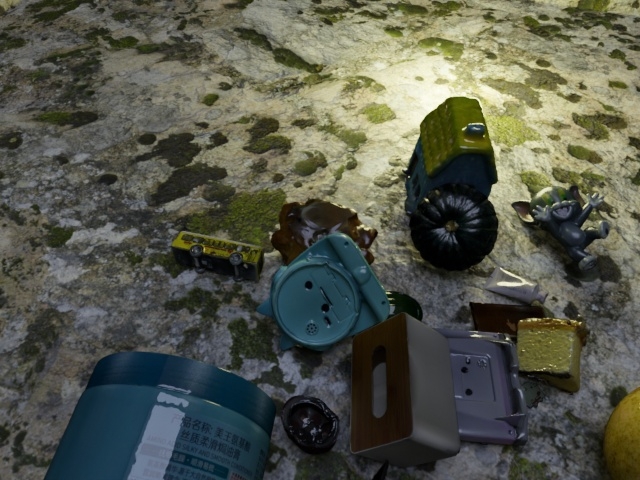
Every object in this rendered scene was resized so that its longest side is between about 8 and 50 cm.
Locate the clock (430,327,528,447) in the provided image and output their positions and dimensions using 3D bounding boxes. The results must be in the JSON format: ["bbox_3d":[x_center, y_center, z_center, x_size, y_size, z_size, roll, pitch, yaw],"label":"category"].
[{"bbox_3d":[0.326,0.302,1.065,0.187,0.083,0.253,4,51,1],"label":"clock"}]

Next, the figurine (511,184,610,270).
[{"bbox_3d":[0.661,-0.048,1.332,0.193,0.140,0.265,-27,67,6],"label":"figurine"}]

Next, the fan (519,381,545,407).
[{"bbox_3d":[0.446,0.324,1.102,0.056,0.004,0.083,-30,58,-23],"label":"fan"}]

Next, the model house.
[{"bbox_3d":[0.367,-0.224,1.365,0.216,0.303,0.237,7,50,-5],"label":"model house"}]

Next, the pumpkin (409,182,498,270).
[{"bbox_3d":[0.332,-0.033,1.260,0.221,0.162,0.220,-1,88,19],"label":"pumpkin"}]

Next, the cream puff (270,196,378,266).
[{"bbox_3d":[0.000,0.000,1.251,0.269,0.154,0.241,39,60,23],"label":"cream puff"}]

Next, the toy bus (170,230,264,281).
[{"bbox_3d":[-0.255,0.042,1.259,0.226,0.081,0.074,10,46,10],"label":"toy bus"}]

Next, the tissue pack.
[{"bbox_3d":[0.161,0.294,0.990,0.136,0.159,0.246,30,44,-29],"label":"tissue pack"}]

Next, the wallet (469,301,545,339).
[{"bbox_3d":[0.446,0.192,1.194,0.176,0.026,0.095,4,51,-5],"label":"wallet"}]

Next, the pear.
[{"bbox_3d":[0.663,0.394,0.921,0.271,0.271,0.271,1,51,-1],"label":"pear"}]

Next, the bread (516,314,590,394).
[{"bbox_3d":[0.509,0.246,1.116,0.152,0.127,0.147,3,53,34],"label":"bread"}]

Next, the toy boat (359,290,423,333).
[{"bbox_3d":[0.138,0.168,1.186,0.210,0.052,0.104,0,67,-3],"label":"toy boat"}]

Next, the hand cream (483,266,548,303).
[{"bbox_3d":[0.488,0.117,1.251,0.142,0.053,0.084,22,51,34],"label":"hand cream"}]

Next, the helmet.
[{"bbox_3d":[-0.020,0.372,1.003,0.123,0.070,0.098,29,49,28],"label":"helmet"}]

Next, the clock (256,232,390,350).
[{"bbox_3d":[-0.002,0.133,1.112,0.274,0.094,0.223,-34,89,4],"label":"clock"}]

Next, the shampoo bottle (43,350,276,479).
[{"bbox_3d":[-0.263,0.404,0.800,0.331,0.331,0.342,8,52,4],"label":"shampoo bottle"}]

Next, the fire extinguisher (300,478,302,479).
[{"bbox_3d":[0.025,0.538,0.878,0.252,0.075,0.106,39,32,27],"label":"fire extinguisher"}]

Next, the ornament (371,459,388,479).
[{"bbox_3d":[0.171,0.502,0.898,0.203,0.088,0.081,35,35,13],"label":"ornament"}]
